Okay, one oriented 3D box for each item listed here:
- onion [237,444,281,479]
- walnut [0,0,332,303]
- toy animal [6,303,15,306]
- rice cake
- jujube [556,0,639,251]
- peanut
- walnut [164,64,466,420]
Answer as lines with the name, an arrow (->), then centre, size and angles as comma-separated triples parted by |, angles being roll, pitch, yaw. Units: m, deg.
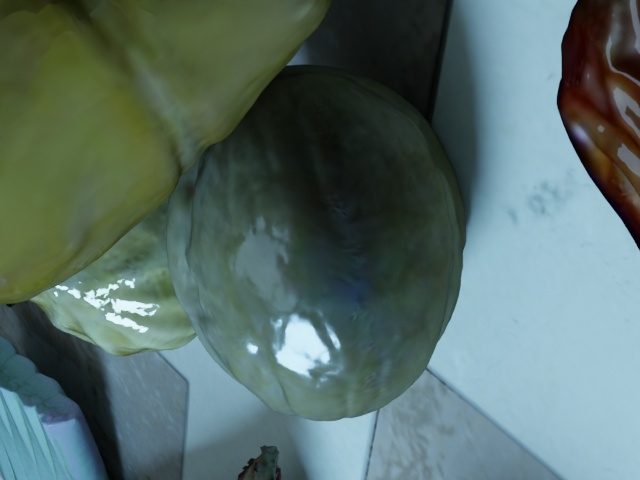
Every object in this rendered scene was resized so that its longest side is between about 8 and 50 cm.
onion -> -0.069, 0.289, 0.870 | 0.159, 0.267, 0.349 | 31, 119, -19
walnut -> -0.167, -0.160, 0.571 | 0.398, 0.354, 0.308 | 51, 169, 48
toy animal -> -0.303, 0.020, 1.136 | 0.220, 0.062, 0.108 | 27, 110, 44
rice cake -> -0.216, 0.167, 1.088 | 0.189, 0.037, 0.198 | 28, 140, 45
jujube -> 0.168, 0.001, 0.350 | 0.236, 0.168, 0.168 | 37, 140, 8
peanut -> -0.163, -0.076, 0.792 | 0.325, 0.153, 0.140 | 53, 140, 8
walnut -> -0.001, 0.001, 0.632 | 0.140, 0.140, 0.162 | 0, 119, 54
